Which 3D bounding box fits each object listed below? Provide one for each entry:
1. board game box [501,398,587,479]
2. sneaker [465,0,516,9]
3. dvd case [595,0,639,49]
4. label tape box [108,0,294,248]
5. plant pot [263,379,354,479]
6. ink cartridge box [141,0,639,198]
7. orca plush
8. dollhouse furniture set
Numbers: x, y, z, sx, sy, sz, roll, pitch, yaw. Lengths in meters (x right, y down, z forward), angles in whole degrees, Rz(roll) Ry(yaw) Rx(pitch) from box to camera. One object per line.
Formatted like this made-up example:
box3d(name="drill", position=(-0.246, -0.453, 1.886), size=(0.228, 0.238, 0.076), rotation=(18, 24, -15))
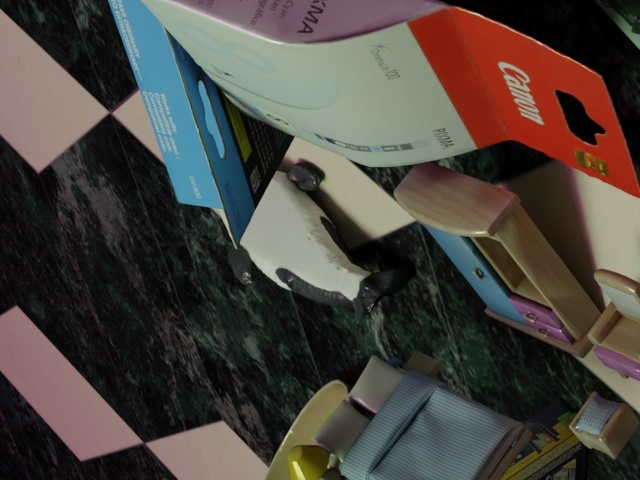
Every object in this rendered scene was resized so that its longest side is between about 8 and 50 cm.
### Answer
box3d(name="board game box", position=(0.193, 0.259, 1.944), size=(0.048, 0.170, 0.141), rotation=(40, 148, 37))
box3d(name="sneaker", position=(0.128, -0.294, 1.553), size=(0.130, 0.087, 0.228), rotation=(16, 127, 64))
box3d(name="dvd case", position=(0.290, -0.186, 1.445), size=(0.239, 0.029, 0.179), rotation=(50, 153, 17))
box3d(name="label tape box", position=(-0.112, -0.171, 1.852), size=(0.106, 0.334, 0.241), rotation=(-6, 119, 20))
box3d(name="plant pot", position=(0.049, 0.329, 2.225), size=(0.191, 0.284, 0.284), rotation=(25, 158, -12))
box3d(name="ink cartridge box", position=(0.064, -0.122, 1.588), size=(0.385, 0.091, 0.308), rotation=(25, 172, 21))
box3d(name="orca plush", position=(0.000, 0.000, 2.152), size=(0.287, 0.102, 0.151), rotation=(20, 91, 39))
box3d(name="dollhouse furniture set", position=(0.119, 0.127, 1.720), size=(0.286, 0.303, 0.198), rotation=(24, 161, 50))
